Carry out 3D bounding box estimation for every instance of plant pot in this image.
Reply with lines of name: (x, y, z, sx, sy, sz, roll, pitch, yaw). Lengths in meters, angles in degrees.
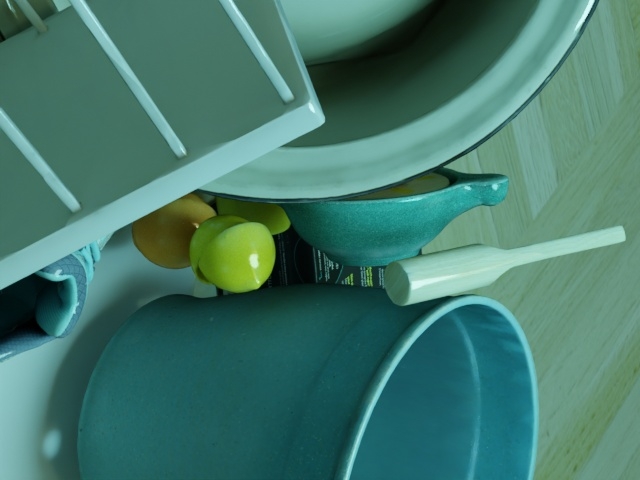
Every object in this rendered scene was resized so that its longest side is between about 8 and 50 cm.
plant pot: (-0.021, 0.151, 1.225, 0.272, 0.255, 0.271, -23, 118, -53)

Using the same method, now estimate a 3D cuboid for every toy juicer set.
toy juicer set: (0.015, -0.023, 1.179, 0.209, 0.329, 0.089, -20, 112, -52)

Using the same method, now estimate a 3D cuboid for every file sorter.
file sorter: (-0.174, -0.112, 0.933, 0.173, 0.278, 0.193, 57, 9, -43)

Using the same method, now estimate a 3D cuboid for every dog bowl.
dog bowl: (-0.019, -0.237, 1.111, 0.150, 0.408, 0.408, -105, -171, -66)

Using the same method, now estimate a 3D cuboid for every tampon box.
tampon box: (0.000, 0.000, 1.432, 0.161, 0.101, 0.120, -36, 129, -48)

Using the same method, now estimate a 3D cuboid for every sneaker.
sneaker: (-0.177, 0.017, 1.069, 0.283, 0.122, 0.110, -43, 131, -43)

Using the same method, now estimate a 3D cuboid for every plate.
plate: (-0.197, 0.100, 1.216, 0.277, 0.045, 0.278, 3, 96, -58)
